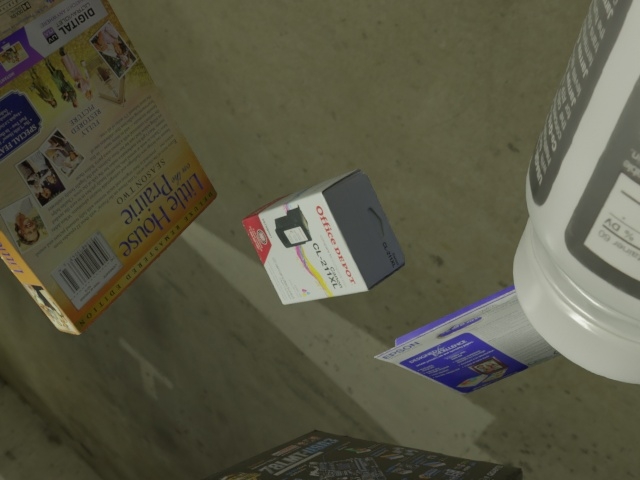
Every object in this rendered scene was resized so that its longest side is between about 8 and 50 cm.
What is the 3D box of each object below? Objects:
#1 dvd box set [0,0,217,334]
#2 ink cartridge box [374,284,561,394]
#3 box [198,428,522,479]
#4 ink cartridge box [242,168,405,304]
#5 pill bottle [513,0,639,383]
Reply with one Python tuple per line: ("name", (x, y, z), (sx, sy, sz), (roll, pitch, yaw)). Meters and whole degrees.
("dvd box set", (-0.330, -0.135, 0.963), (0.062, 0.308, 0.420), (3, 132, 40))
("ink cartridge box", (0.198, 0.107, 0.879), (0.206, 0.045, 0.208), (-30, 143, 28))
("box", (0.053, 0.296, 0.855), (0.293, 0.295, 0.073), (1, 88, 27))
("ink cartridge box", (0.000, 0.000, 0.913), (0.175, 0.072, 0.127), (-16, 103, 53))
("pill bottle", (0.248, -0.072, 0.465), (0.204, 0.204, 0.361), (34, 147, 21))
